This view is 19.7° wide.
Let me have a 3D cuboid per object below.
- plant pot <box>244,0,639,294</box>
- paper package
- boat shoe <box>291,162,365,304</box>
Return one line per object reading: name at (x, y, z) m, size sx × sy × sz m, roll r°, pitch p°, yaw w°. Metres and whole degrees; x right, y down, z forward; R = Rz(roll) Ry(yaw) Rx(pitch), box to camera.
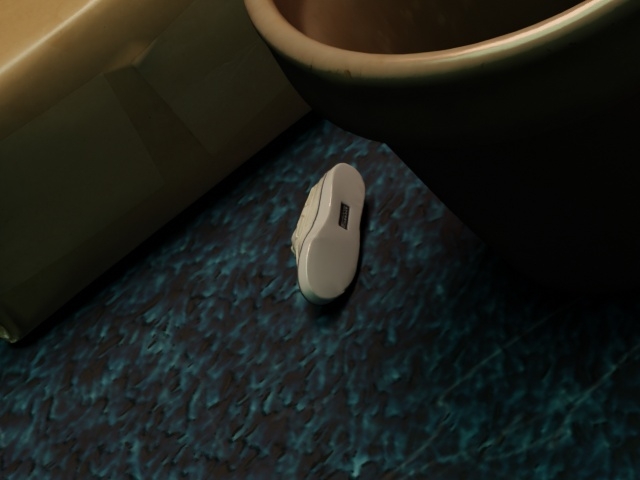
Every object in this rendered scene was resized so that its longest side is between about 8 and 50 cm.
plant pot at (0.120, -0.097, 0.944) m, size 0.263 × 0.229 × 0.263 m, roll -16°, pitch 43°, yaw 15°
paper package at (-0.169, -0.142, 1.212) m, size 0.325 × 0.168 × 0.309 m, roll -39°, pitch 39°, yaw -10°
boat shoe at (0.000, 0.000, 1.073) m, size 0.035 × 0.035 × 0.100 m, roll -33°, pitch 35°, yaw 42°
